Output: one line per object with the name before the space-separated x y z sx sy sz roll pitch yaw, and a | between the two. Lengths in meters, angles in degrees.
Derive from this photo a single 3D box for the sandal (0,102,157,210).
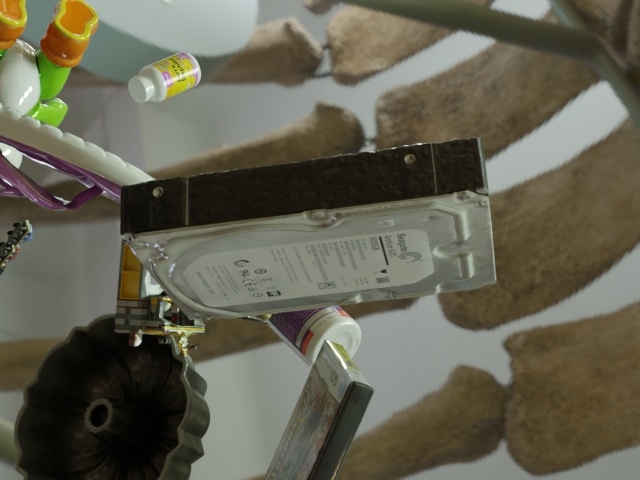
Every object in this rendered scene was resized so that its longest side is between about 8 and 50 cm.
sandal | -0.351 -0.095 1.222 0.169 0.416 0.102 61 53 -86

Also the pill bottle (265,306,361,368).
pill bottle | -0.028 0.130 1.909 0.193 0.108 0.108 41 -79 40

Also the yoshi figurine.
yoshi figurine | -0.450 -0.208 1.572 0.203 0.203 0.362 44 -54 11

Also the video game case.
video game case | -0.015 0.296 1.595 0.248 0.035 0.274 -137 -110 -78

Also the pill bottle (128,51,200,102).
pill bottle | -0.181 -0.186 1.298 0.043 0.043 0.083 -13 -165 47

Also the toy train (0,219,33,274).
toy train | -0.511 0.019 1.831 0.158 0.036 0.027 -44 -130 33

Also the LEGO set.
LEGO set | -0.114 0.065 1.488 0.255 0.331 0.192 1 -94 31

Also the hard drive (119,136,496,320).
hard drive | 0.000 0.000 1.108 0.339 0.237 0.064 -8 -115 7

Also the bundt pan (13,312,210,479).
bundt pan | -0.305 0.284 1.732 0.331 0.124 0.330 -12 -117 25
